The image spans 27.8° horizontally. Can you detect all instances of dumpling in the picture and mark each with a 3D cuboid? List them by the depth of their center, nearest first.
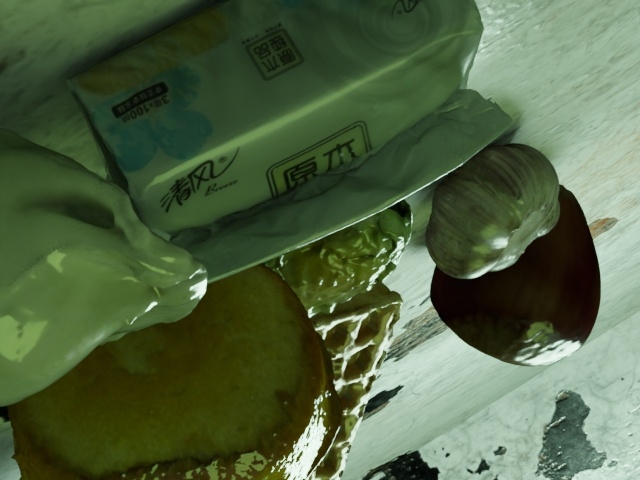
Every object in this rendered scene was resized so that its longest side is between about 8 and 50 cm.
[{"bbox_3d":[-0.179,0.023,0.708,0.258,0.147,0.193,-3,152,18],"label":"dumpling"}]

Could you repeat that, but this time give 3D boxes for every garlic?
[{"bbox_3d":[0.163,-0.032,1.262,0.159,0.102,0.147,-35,153,-29],"label":"garlic"}]

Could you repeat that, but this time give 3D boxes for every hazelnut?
[{"bbox_3d":[0.226,0.033,1.440,0.208,0.208,0.208,-28,163,-9],"label":"hazelnut"}]

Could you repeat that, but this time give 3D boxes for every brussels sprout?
[{"bbox_3d":[-0.001,-0.002,1.084,0.139,0.100,0.181,-13,159,-19],"label":"brussels sprout"}]

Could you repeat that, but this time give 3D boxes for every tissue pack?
[{"bbox_3d":[-0.013,-0.066,0.791,0.229,0.145,0.159,-27,163,-10],"label":"tissue pack"}]

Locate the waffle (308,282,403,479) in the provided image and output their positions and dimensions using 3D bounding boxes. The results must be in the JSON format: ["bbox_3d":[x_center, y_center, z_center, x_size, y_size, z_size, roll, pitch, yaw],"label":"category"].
[{"bbox_3d":[-0.052,0.178,1.327,0.213,0.091,0.308,-14,131,-40],"label":"waffle"}]

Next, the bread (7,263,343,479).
[{"bbox_3d":[-0.115,0.113,0.983,0.268,0.268,0.145,-25,151,-18],"label":"bread"}]
